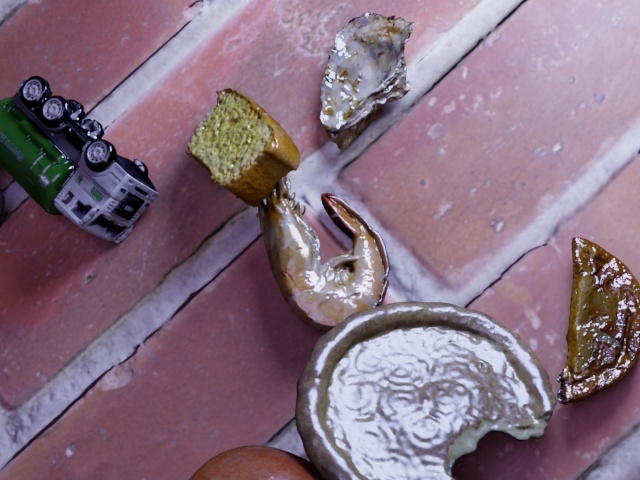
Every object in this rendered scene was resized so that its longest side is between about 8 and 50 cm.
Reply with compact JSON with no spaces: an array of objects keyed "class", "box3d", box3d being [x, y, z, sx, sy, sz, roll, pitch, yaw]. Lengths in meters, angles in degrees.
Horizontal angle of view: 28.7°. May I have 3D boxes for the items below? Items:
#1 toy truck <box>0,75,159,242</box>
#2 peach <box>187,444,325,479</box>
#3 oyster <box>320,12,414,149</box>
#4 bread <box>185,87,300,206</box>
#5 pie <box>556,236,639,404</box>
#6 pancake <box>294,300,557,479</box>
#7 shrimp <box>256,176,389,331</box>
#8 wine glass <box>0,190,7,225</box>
[{"class":"toy truck","box3d":[-0.319,-0.101,1.547,0.242,0.101,0.125,41,91,25]},{"class":"peach","box3d":[-0.056,0.341,1.262,0.252,0.252,0.253,-4,72,14]},{"class":"oyster","box3d":[0.054,-0.191,1.499,0.105,0.056,0.177,7,74,24]},{"class":"bread","box3d":[-0.093,-0.111,1.477,0.103,0.065,0.187,-52,37,3]},{"class":"pie","box3d":[0.306,0.092,1.352,0.088,0.033,0.191,7,69,9]},{"class":"pancake","box3d":[0.113,0.174,1.295,0.288,0.033,0.286,-4,48,-16]},{"class":"shrimp","box3d":[-0.001,-0.001,1.454,0.133,0.053,0.236,-25,65,0]},{"class":"wine glass","box3d":[-0.484,-0.102,1.583,0.111,0.111,0.204,-35,69,2]}]
